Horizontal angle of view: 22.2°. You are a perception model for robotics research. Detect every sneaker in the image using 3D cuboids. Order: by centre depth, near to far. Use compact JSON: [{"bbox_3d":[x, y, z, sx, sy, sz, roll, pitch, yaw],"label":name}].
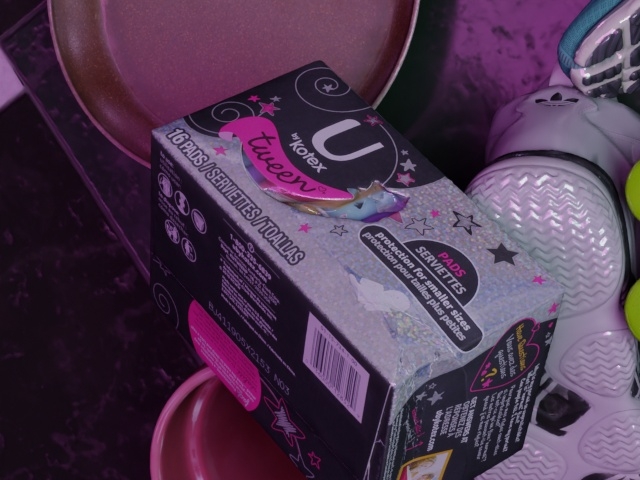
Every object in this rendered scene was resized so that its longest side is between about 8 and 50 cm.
[{"bbox_3d":[0.237,-0.206,1.107,0.110,0.107,0.275,30,68,21],"label":"sneaker"},{"bbox_3d":[0.184,0.042,1.177,0.137,0.210,0.366,4,132,18],"label":"sneaker"}]

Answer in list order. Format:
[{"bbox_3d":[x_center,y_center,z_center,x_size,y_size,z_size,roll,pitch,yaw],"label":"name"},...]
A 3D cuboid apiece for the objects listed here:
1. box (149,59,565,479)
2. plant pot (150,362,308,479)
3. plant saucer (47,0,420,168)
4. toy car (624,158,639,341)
[{"bbox_3d":[0.015,0.030,1.034,0.247,0.142,0.163,45,146,31],"label":"box"},{"bbox_3d":[0.001,0.146,1.207,0.201,0.180,0.201,9,113,21],"label":"plant pot"},{"bbox_3d":[-0.064,-0.197,1.260,0.310,0.050,0.311,1,92,21],"label":"plant saucer"},{"bbox_3d":[0.305,0.008,1.038,0.188,0.155,0.149,1,91,26],"label":"toy car"}]
